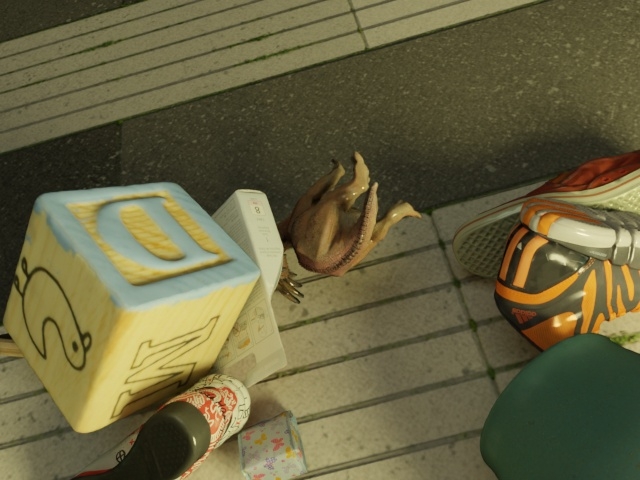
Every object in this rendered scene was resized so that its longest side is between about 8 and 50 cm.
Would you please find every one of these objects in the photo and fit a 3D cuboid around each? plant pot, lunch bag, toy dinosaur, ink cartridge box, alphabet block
[{"bbox_3d":[0.295,0.225,0.518,0.272,0.271,0.255,-32,40,-10],"label":"plant pot"},{"bbox_3d":[-0.058,0.247,0.698,0.071,0.053,0.083,-22,29,-2],"label":"lunch bag"},{"bbox_3d":[0.000,0.000,0.764,0.200,0.127,0.296,-46,17,-15],"label":"toy dinosaur"},{"bbox_3d":[-0.110,0.079,0.769,0.189,0.066,0.232,-38,66,40],"label":"ink cartridge box"},{"bbox_3d":[-0.222,0.067,0.687,0.192,0.197,0.193,43,31,25],"label":"alphabet block"}]

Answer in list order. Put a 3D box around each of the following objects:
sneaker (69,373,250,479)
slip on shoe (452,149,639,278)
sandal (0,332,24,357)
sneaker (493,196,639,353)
[{"bbox_3d":[-0.195,0.261,0.703,0.270,0.145,0.090,-43,81,24],"label":"sneaker"},{"bbox_3d":[0.331,-0.038,0.777,0.331,0.123,0.101,-21,30,-1],"label":"slip on shoe"},{"bbox_3d":[-0.330,0.177,0.807,0.240,0.088,0.079,4,91,4],"label":"sandal"},{"bbox_3d":[0.344,0.062,0.698,0.321,0.180,0.124,11,21,-15],"label":"sneaker"}]
